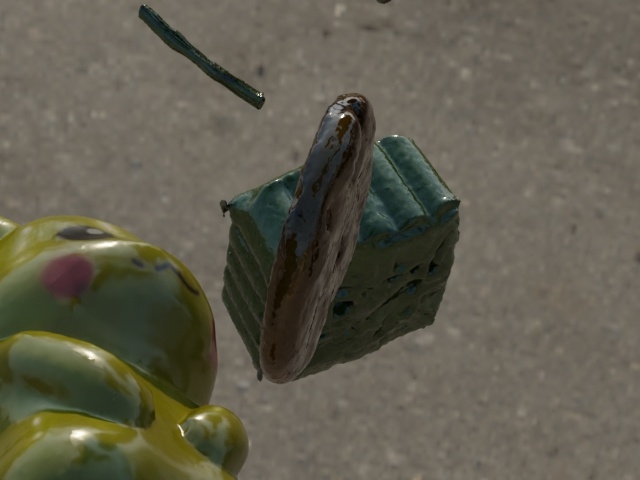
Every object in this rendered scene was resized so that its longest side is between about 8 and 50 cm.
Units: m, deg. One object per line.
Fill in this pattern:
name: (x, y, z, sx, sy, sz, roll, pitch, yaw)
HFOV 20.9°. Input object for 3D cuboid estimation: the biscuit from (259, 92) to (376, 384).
biscuit: (0.000, 0.000, 1.217, 0.036, 0.212, 0.212, 15, 37, 7)

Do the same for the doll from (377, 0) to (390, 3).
doll: (0.083, -0.241, 1.507, 0.051, 0.093, 0.061, 28, 5, -34)

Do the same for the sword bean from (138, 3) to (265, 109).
sword bean: (-0.064, -0.097, 0.920, 0.083, 0.012, 0.012, 37, 40, -2)

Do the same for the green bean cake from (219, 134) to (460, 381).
green bean cake: (0.023, 0.024, 1.966, 0.247, 0.250, 0.156, -20, 61, -21)

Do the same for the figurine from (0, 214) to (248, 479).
figurine: (-0.125, 0.103, 0.953, 0.218, 0.169, 0.327, 35, 30, -34)
